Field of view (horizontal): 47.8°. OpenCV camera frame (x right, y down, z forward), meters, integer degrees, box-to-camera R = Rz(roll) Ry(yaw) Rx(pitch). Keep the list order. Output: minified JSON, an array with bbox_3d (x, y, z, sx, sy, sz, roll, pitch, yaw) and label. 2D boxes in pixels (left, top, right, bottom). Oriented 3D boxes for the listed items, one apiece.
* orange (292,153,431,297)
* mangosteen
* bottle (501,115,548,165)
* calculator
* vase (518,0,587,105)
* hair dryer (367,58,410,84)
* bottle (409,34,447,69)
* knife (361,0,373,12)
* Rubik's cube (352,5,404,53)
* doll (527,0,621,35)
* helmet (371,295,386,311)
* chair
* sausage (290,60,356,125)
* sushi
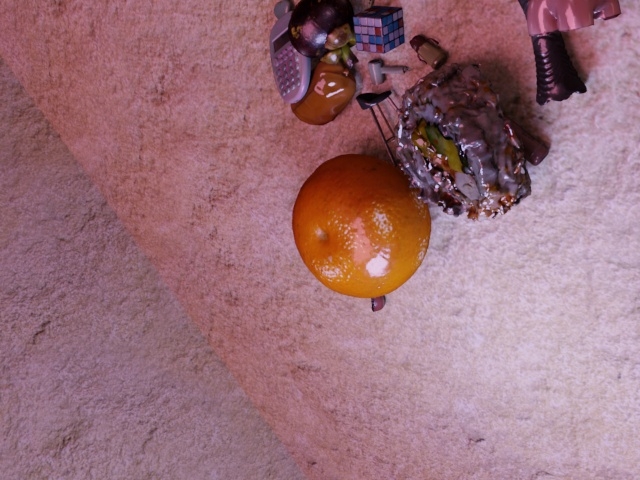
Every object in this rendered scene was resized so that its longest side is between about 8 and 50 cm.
[{"bbox_3d":[0.124,-0.043,2.063,0.424,0.326,0.423,13,109,43],"label":"orange"},{"bbox_3d":[0.024,-0.545,1.886,0.217,0.192,0.192,41,144,-5],"label":"mangosteen"},{"bbox_3d":[0.481,-0.239,1.739,0.140,0.053,0.053,44,142,14],"label":"bottle"},{"bbox_3d":[-0.087,-0.538,2.047,0.186,0.041,0.298,-20,76,58],"label":"calculator"},{"bbox_3d":[0.489,-0.420,1.553,0.116,0.115,0.237,-3,112,49],"label":"vase"},{"bbox_3d":[0.186,-0.447,1.917,0.124,0.038,0.063,9,127,35],"label":"hair dryer"},{"bbox_3d":[0.266,-0.473,1.796,0.101,0.047,0.063,47,107,17],"label":"bottle"},{"bbox_3d":[0.128,-0.635,1.840,0.030,0.014,0.207,37,142,22],"label":"knife"},{"bbox_3d":[0.148,-0.535,1.831,0.092,0.092,0.092,19,131,38],"label":"Rubik's cube"},{"bbox_3d":[0.481,-0.543,1.364,0.284,0.216,0.268,6,116,48],"label":"doll"},{"bbox_3d":[0.192,0.194,2.407,0.065,0.049,0.083,149,114,-86],"label":"helmet"},{"bbox_3d":[0.193,-0.320,1.965,0.095,0.104,0.221,-29,101,27],"label":"chair"},{"bbox_3d":[0.010,-0.418,2.053,0.136,0.120,0.241,13,151,-20],"label":"sausage"},{"bbox_3d":[0.335,-0.228,1.744,0.417,0.176,0.417,53,162,25],"label":"sushi"}]
